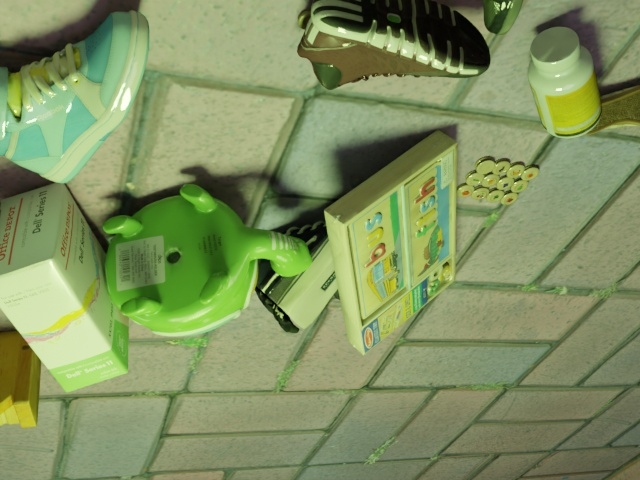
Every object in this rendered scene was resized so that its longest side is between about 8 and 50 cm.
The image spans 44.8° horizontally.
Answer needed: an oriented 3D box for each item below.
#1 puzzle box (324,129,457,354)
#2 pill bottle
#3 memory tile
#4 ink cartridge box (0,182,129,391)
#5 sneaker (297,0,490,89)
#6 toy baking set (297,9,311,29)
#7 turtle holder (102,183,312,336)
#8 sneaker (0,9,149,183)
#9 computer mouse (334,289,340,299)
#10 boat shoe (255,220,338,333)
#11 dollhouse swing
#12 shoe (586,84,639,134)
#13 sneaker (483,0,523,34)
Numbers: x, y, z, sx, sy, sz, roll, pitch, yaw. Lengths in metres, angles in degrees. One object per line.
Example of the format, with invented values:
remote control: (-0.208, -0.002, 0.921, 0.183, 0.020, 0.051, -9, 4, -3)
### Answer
puzzle box: (0.146, 0.017, 1.465, 0.272, 0.052, 0.409, -36, 144, -19)
pill bottle: (0.397, -0.258, 1.268, 0.103, 0.103, 0.184, -24, 143, 12)
memory tile: (0.346, -0.114, 1.517, 0.148, 0.012, 0.113, 7, 139, -26)
ink cartridge box: (-0.434, 0.053, 1.268, 0.119, 0.207, 0.354, -17, 132, 2)
sneaker: (0.096, -0.275, 1.142, 0.281, 0.107, 0.162, 12, 153, -20)
toy baking set: (0.031, -0.372, 1.053, 0.196, 0.030, 0.256, -25, 143, 14)
turtle holder: (-0.206, 0.035, 1.367, 0.320, 0.243, 0.227, -38, 156, -5)
sneaker: (-0.381, -0.209, 1.050, 0.208, 0.127, 0.319, 16, 133, -37)
computer mouse: (0.128, 0.094, 1.684, 0.262, 0.060, 0.184, -11, 141, -25)
boat shoe: (0.000, 0.000, 1.472, 0.340, 0.158, 0.127, -47, 145, -6)
dollhouse swing: (-0.745, 0.363, 1.564, 0.346, 0.315, 0.305, -4, 122, -15)
shoe: (0.543, -0.240, 1.391, 0.219, 0.058, 0.077, -12, 113, -11)
sneaker: (0.216, -0.382, 1.061, 0.130, 0.087, 0.228, -10, 141, -2)
